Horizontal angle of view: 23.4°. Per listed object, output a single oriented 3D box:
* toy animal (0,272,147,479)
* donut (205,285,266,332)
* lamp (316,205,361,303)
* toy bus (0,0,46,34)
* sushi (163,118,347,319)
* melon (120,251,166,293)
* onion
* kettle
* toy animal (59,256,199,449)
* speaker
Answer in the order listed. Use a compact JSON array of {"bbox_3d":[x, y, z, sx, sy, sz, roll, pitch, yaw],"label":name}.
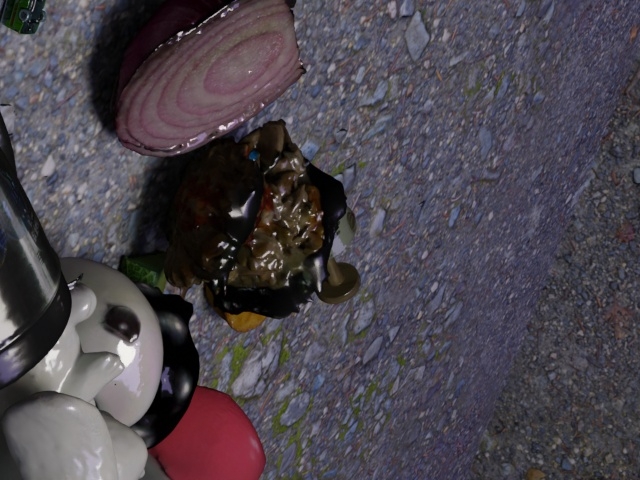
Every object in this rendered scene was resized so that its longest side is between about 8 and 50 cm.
[{"bbox_3d":[-0.283,0.182,1.553,0.174,0.289,0.249,-33,170,-33],"label":"toy animal"},{"bbox_3d":[-0.103,0.053,2.178,0.152,0.058,0.152,-39,146,-33],"label":"donut"},{"bbox_3d":[0.000,0.000,2.247,0.121,0.121,0.215,-50,139,-25],"label":"lamp"},{"bbox_3d":[-0.291,-0.249,1.547,0.031,0.037,0.083,-10,123,-59],"label":"toy bus"},{"bbox_3d":[-0.105,-0.025,1.943,0.218,0.225,0.238,16,58,-52],"label":"sushi"},{"bbox_3d":[-0.232,0.106,2.032,0.114,0.053,0.262,-63,167,-46],"label":"melon"},{"bbox_3d":[-0.150,-0.215,1.787,0.247,0.111,0.250,-32,159,-9],"label":"onion"},{"bbox_3d":[-0.370,-0.060,1.401,0.321,0.228,0.324,-67,147,-48],"label":"kettle"},{"bbox_3d":[-0.261,0.137,1.785,0.212,0.212,0.267,-62,155,-1],"label":"toy animal"},{"bbox_3d":[-0.215,0.321,1.993,0.294,0.294,0.294,-44,150,-34],"label":"speaker"}]
